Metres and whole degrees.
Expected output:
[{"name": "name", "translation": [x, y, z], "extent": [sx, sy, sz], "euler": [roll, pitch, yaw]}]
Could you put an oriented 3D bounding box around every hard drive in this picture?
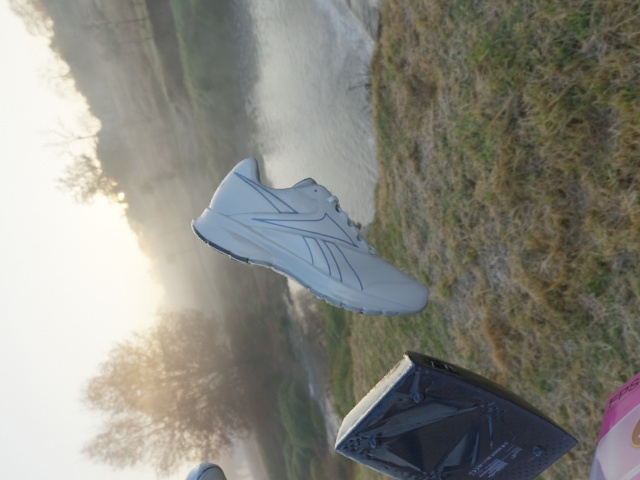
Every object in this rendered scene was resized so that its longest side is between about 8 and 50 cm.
[{"name": "hard drive", "translation": [0.162, 0.232, 0.628], "extent": [0.172, 0.255, 0.054], "euler": [-54, 20, 23]}]

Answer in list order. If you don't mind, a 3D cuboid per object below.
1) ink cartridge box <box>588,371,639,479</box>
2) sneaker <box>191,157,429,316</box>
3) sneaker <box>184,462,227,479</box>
[{"name": "ink cartridge box", "translation": [0.262, 0.131, 0.341], "extent": [0.069, 0.371, 0.176], "euler": [41, 127, 18]}, {"name": "sneaker", "translation": [0.000, 0.000, 0.617], "extent": [0.111, 0.297, 0.129], "euler": [144, 151, -87]}, {"name": "sneaker", "translation": [-0.144, 0.451, 0.728], "extent": [0.091, 0.094, 0.258], "euler": [-15, 74, 38]}]
